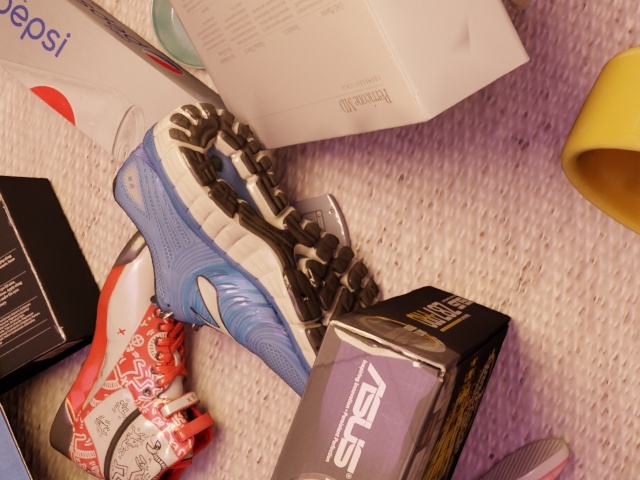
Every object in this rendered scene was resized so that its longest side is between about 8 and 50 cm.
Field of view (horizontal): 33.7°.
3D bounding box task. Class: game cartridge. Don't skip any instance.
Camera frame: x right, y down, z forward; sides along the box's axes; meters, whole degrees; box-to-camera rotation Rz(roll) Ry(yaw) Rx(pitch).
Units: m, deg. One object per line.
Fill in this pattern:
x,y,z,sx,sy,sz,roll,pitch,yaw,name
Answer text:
0.000,0.000,1.006,0.056,0.017,0.083,-12,86,24,game cartridge

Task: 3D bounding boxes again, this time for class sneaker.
0.174,0.234,0.928,0.134,0.051,0.070,-38,100,5,sneaker
-0.063,0.037,0.958,0.147,0.130,0.330,-28,103,38,sneaker
-0.154,0.122,1.028,0.145,0.090,0.270,28,104,17,sneaker

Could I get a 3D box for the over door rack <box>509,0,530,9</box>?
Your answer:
0.079,-0.302,0.934,0.239,0.108,0.324,-47,61,14,over door rack

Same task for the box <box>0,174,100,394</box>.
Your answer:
-0.371,0.073,1.102,0.261,0.103,0.184,-29,84,19,box

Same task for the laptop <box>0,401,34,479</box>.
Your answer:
-0.429,0.370,0.958,0.382,0.408,0.236,-33,112,27,laptop

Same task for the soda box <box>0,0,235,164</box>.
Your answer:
-0.215,-0.163,1.045,0.286,0.091,0.098,38,104,16,soda box

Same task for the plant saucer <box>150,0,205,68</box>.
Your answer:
-0.110,-0.227,1.041,0.119,0.021,0.119,0,90,21,plant saucer

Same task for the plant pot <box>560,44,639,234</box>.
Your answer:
0.339,-0.111,0.766,0.254,0.254,0.239,25,84,19,plant pot

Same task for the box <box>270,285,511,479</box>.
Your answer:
0.023,0.239,0.839,0.097,0.318,0.395,23,98,18,box

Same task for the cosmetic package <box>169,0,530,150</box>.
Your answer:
-0.031,-0.218,0.798,0.097,0.377,0.284,-30,102,-17,cosmetic package
